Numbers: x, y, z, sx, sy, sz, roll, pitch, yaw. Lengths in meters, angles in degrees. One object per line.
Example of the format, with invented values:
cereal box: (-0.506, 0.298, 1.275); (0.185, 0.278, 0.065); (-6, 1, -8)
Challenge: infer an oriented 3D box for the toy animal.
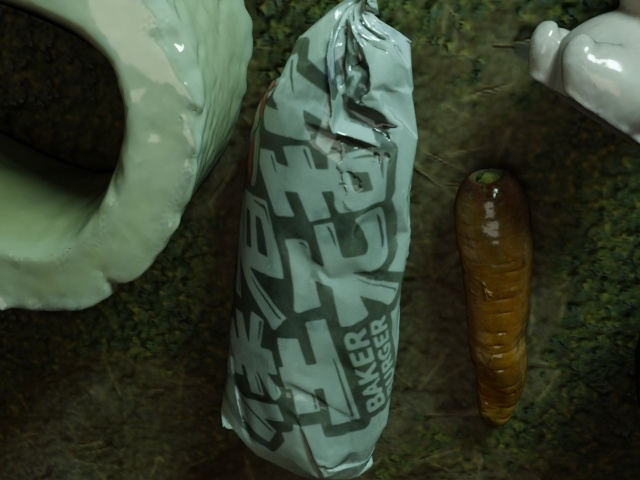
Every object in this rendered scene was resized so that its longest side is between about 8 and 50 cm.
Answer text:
toy animal: (0.233, -0.160, 0.704); (0.124, 0.124, 0.212); (40, 99, -10)

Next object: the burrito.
burrito: (0.000, 0.000, 0.844); (0.138, 0.101, 0.446); (13, 123, 12)

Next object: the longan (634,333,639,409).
longan: (0.355, 0.096, 0.720); (0.300, 0.300, 0.243); (23, 80, 0)

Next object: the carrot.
carrot: (0.137, 0.055, 0.871); (0.059, 0.059, 0.248); (0, 121, 13)

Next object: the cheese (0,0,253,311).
cheese: (-0.228, -0.121, 0.801); (0.332, 0.153, 0.292); (22, 121, -1)
